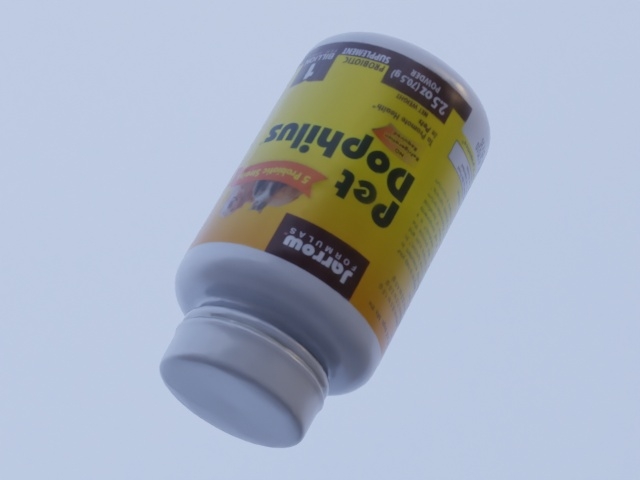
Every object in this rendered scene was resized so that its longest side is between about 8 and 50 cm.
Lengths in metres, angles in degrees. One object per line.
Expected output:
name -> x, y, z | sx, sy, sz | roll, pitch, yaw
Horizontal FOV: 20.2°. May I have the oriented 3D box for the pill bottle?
pill bottle -> 0.000, 0.000, 0.959 | 0.117, 0.215, 0.117 | 22, -28, 13
